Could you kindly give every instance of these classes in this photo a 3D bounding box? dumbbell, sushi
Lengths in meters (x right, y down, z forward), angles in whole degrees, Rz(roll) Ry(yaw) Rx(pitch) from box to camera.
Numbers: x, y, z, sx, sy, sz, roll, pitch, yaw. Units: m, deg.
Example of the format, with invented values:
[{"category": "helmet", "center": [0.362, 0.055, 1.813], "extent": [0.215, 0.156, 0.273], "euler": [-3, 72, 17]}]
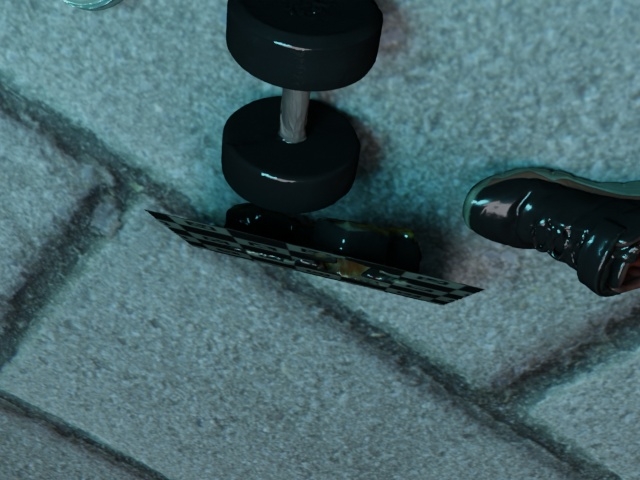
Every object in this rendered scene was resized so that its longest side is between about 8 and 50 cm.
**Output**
[{"category": "dumbbell", "center": [-0.024, -0.153, 0.877], "extent": [0.152, 0.153, 0.218], "euler": [12, 135, 3]}, {"category": "sushi", "center": [0.000, 0.000, 1.008], "extent": [0.358, 0.064, 0.343], "euler": [13, 173, 2]}]

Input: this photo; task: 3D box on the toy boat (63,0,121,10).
[{"category": "toy boat", "center": [-0.224, -0.330, 0.828], "extent": [0.134, 0.079, 0.208], "euler": [6, 124, -2]}]

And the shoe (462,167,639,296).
[{"category": "shoe", "center": [0.303, 0.002, 0.950], "extent": [0.290, 0.137, 0.114], "euler": [6, 134, 10]}]
